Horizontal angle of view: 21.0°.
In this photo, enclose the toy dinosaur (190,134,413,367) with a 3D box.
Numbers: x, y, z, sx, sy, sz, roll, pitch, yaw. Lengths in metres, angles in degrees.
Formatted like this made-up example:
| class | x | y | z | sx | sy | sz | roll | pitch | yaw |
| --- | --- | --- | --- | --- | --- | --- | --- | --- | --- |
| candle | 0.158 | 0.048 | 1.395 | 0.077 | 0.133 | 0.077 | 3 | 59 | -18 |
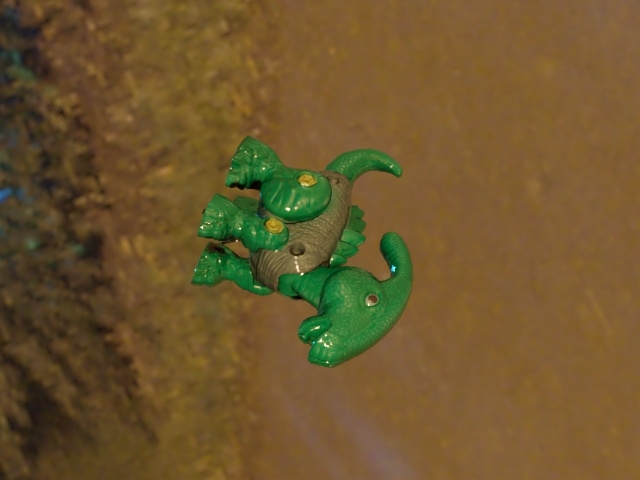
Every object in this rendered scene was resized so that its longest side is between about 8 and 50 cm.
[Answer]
| class | x | y | z | sx | sy | sz | roll | pitch | yaw |
| --- | --- | --- | --- | --- | --- | --- | --- | --- | --- |
| toy dinosaur | 0.000 | 0.000 | 0.769 | 0.096 | 0.132 | 0.059 | 22 | 137 | 9 |
